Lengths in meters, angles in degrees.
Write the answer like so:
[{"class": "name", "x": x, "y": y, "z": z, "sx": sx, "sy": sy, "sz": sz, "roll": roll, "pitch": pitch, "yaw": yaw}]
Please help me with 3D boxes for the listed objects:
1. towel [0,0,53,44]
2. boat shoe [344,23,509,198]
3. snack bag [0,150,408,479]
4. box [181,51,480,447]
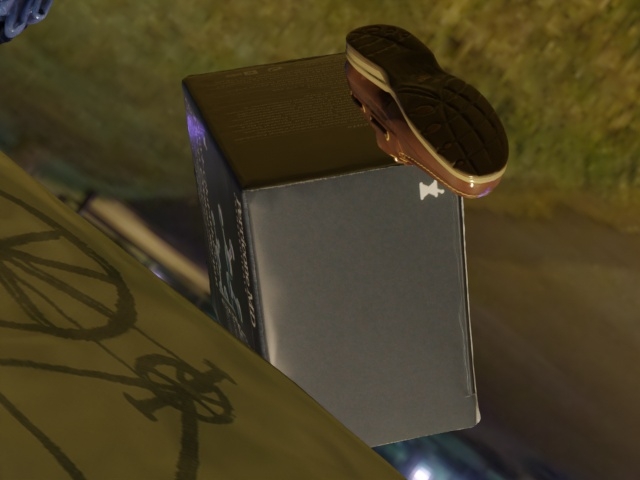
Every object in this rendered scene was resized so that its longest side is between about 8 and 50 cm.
[{"class": "towel", "x": -0.188, "y": -0.229, "z": 0.912, "sx": 0.040, "sy": 0.243, "sz": 0.336, "roll": 27, "pitch": 171, "yaw": -24}, {"class": "boat shoe", "x": 0.071, "y": -0.081, "z": 0.981, "sx": 0.178, "sy": 0.064, "sz": 0.060, "roll": 54, "pitch": 147, "yaw": 42}, {"class": "snack bag", "x": -0.103, "y": 0.047, "z": 0.292, "sx": 0.323, "sy": 0.037, "sz": 0.342, "roll": 37, "pitch": -163, "yaw": 24}, {"class": "box", "x": 0.000, "y": 0.000, "z": 1.505, "sx": 0.395, "sy": 0.212, "sz": 0.293, "roll": -124, "pitch": 26, "yaw": -65}]
